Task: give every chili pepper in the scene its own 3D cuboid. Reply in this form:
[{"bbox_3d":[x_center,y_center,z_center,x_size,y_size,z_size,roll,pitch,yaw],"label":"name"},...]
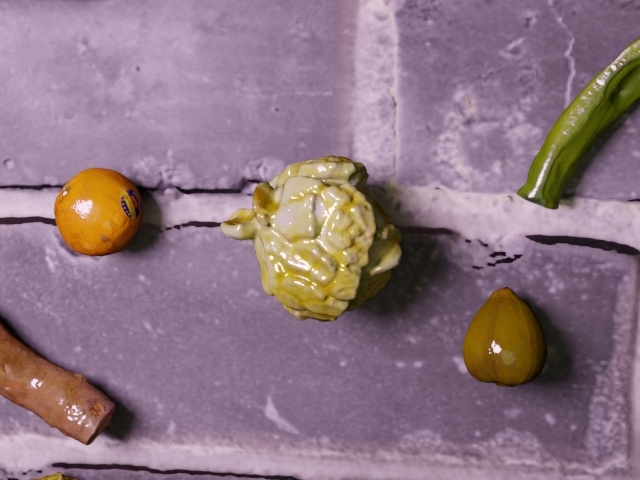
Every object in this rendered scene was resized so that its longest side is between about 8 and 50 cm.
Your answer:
[{"bbox_3d":[0.241,-0.110,0.776,0.052,0.050,0.201,36,105,-16],"label":"chili pepper"}]

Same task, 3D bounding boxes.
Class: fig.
[{"bbox_3d":[0.164,0.086,0.809,0.074,0.074,0.088,1,78,8],"label":"fig"}]

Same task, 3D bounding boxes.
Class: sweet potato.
[{"bbox_3d":[-0.323,0.101,0.885,0.281,0.059,0.067,35,138,4],"label":"sweet potato"}]

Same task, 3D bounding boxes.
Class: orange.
[{"bbox_3d":[-0.203,-0.025,0.834,0.083,0.083,0.083,1,100,8],"label":"orange"}]

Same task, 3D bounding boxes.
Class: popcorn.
[{"bbox_3d":[0.000,0.000,0.783,0.162,0.141,0.135,15,67,-22],"label":"popcorn"}]

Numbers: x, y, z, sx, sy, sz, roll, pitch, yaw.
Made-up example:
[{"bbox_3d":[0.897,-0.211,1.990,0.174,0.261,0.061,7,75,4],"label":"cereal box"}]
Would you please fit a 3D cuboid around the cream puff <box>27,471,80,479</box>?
[{"bbox_3d":[-0.276,0.266,0.910,0.083,0.083,0.058,-35,49,23],"label":"cream puff"}]
